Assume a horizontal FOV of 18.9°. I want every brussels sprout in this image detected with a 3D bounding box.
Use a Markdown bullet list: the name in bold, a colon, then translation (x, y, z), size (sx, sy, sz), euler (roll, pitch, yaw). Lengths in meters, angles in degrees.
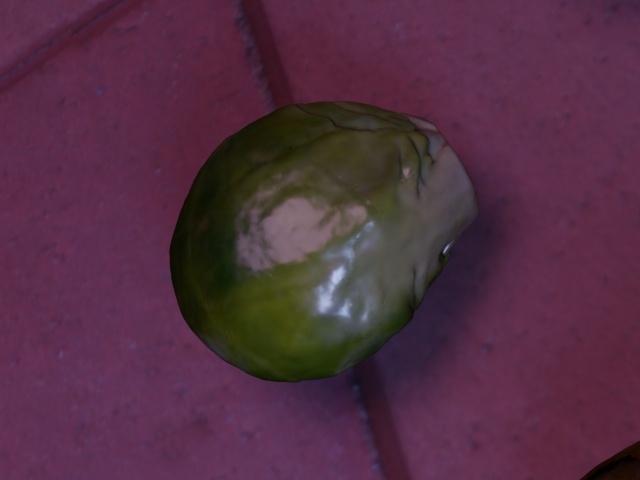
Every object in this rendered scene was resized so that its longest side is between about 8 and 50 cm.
- **brussels sprout**: translation (-0.003, -0.004, 1.121), size (0.180, 0.144, 0.161), euler (-36, 22, -16)

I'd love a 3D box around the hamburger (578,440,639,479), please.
- **hamburger**: translation (0.190, 0.164, 0.877), size (0.206, 0.130, 0.183), euler (-24, 54, 22)
